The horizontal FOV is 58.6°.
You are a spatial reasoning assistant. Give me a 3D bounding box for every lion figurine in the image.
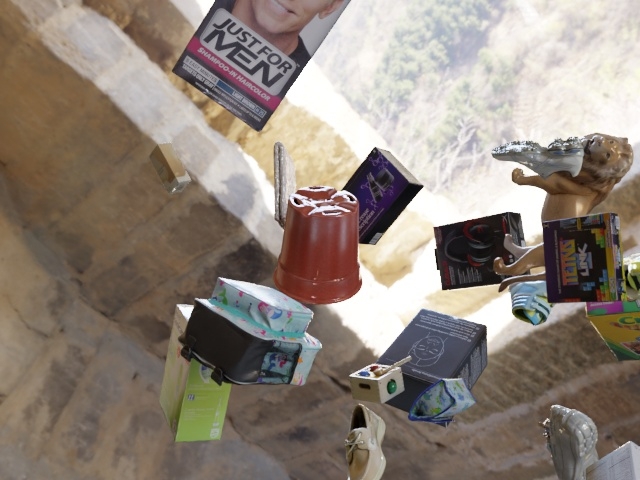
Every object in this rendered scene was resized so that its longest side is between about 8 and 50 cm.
[{"bbox_3d":[0.545,-0.052,1.289,0.240,0.142,0.392,11,94,26],"label":"lion figurine"}]

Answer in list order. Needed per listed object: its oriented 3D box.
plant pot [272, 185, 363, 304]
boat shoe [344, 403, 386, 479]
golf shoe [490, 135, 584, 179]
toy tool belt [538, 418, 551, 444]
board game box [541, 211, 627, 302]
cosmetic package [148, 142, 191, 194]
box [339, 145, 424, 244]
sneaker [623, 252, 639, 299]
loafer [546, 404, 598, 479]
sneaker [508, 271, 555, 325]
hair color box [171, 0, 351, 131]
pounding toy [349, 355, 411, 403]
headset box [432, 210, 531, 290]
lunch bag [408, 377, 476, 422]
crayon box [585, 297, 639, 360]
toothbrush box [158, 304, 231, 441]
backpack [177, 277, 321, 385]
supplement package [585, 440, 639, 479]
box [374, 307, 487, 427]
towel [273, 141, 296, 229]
[{"bbox_3d":[0.000,0.000,1.656,0.272,0.265,0.272,3,29,-2],"label":"plant pot"},{"bbox_3d":[0.104,0.542,1.488,0.109,0.098,0.302,-40,7,20],"label":"boat shoe"},{"bbox_3d":[0.433,-0.158,1.147,0.176,0.086,0.069,4,32,31],"label":"golf shoe"},{"bbox_3d":[0.611,0.512,1.505,0.051,0.083,0.052,-18,8,22],"label":"toy tool belt"},{"bbox_3d":[0.519,0.038,1.130,0.141,0.048,0.170,-11,77,49],"label":"board game box"},{"bbox_3d":[-0.374,-0.179,1.415,0.041,0.115,0.060,-20,-16,-48],"label":"cosmetic package"},{"bbox_3d":[0.174,-0.141,1.835,0.261,0.103,0.184,-53,57,24],"label":"box"},{"bbox_3d":[0.761,0.081,1.219,0.147,0.145,0.384,-18,-10,-6],"label":"sneaker"},{"bbox_3d":[0.655,0.550,1.495,0.112,0.319,0.111,-28,35,-20],"label":"loafer"},{"bbox_3d":[0.829,0.206,2.039,0.319,0.127,0.208,-24,29,36],"label":"sneaker"},{"bbox_3d":[-0.069,-0.368,0.912,0.347,0.174,0.105,-53,15,15],"label":"hair color box"},{"bbox_3d":[0.179,0.398,1.652,0.141,0.100,0.130,-5,6,45],"label":"pounding toy"},{"bbox_3d":[0.498,0.041,1.823,0.293,0.110,0.218,-12,81,40],"label":"headset box"},{"bbox_3d":[0.326,0.449,1.557,0.151,0.129,0.096,-41,55,25],"label":"lunch bag"},{"bbox_3d":[0.943,0.210,1.521,0.363,0.313,0.106,-14,51,36],"label":"crayon box"},{"bbox_3d":[-0.313,0.332,1.452,0.206,0.122,0.283,31,110,59],"label":"toothbrush box"},{"bbox_3d":[-0.121,0.190,1.133,0.225,0.253,0.191,22,83,36],"label":"backpack"},{"bbox_3d":[0.699,0.589,1.216,0.149,0.194,0.203,-58,-1,37],"label":"supplement package"},{"bbox_3d":[0.444,0.483,2.240,0.294,0.212,0.395,13,36,35],"label":"box"},{"bbox_3d":[-0.118,-0.176,1.925,0.049,0.282,0.187,-4,-12,7],"label":"towel"}]
